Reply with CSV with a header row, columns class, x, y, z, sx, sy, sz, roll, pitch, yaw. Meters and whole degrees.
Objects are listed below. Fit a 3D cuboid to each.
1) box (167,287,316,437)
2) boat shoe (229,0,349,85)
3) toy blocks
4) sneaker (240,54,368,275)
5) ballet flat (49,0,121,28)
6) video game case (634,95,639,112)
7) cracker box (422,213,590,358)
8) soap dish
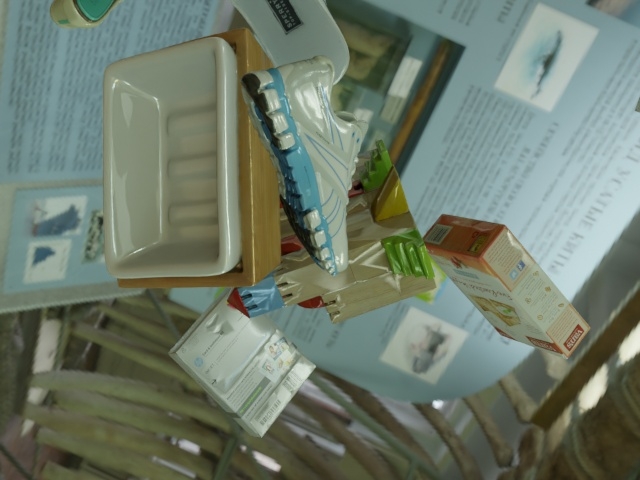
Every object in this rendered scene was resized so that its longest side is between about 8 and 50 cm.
class,x,y,z,sx,sy,sz,roll,pitch,yaw
box,-0.115,0.180,1.238,0.145,0.186,0.038,-51,-162,-27
boat shoe,-0.053,-0.243,0.714,0.258,0.095,0.084,66,3,-45
toy blocks,0.000,0.000,1.168,0.381,0.261,0.191,-100,170,-63
sneaker,0.006,-0.057,0.651,0.083,0.071,0.191,-27,126,-15
ballet flat,-0.345,-0.408,1.317,0.248,0.086,0.086,-59,175,-45
video game case,0.709,-0.222,1.462,0.269,0.244,0.061,-16,126,-58
cracker box,0.270,0.066,1.216,0.067,0.232,0.155,-50,-156,-12
soap dish,-0.154,-0.088,0.998,0.118,0.229,0.291,1,86,-54
